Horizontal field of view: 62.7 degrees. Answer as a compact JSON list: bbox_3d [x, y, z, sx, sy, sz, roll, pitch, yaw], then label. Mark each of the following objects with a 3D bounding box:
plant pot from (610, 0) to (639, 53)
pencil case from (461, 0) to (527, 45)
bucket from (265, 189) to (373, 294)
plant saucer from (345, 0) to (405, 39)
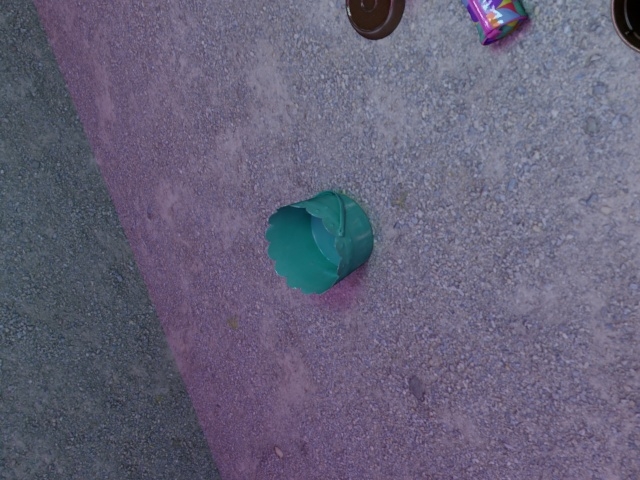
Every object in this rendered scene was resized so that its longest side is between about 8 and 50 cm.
[{"bbox_3d":[0.553,-0.371,0.798,0.167,0.165,0.166,19,121,36],"label":"plant pot"},{"bbox_3d":[0.305,-0.502,1.022,0.104,0.104,0.236,-32,87,47],"label":"pencil case"},{"bbox_3d":[0.000,0.000,1.489,0.281,0.183,0.280,19,121,36],"label":"bucket"},{"bbox_3d":[0.119,-0.556,1.226,0.169,0.029,0.168,21,123,36],"label":"plant saucer"}]
